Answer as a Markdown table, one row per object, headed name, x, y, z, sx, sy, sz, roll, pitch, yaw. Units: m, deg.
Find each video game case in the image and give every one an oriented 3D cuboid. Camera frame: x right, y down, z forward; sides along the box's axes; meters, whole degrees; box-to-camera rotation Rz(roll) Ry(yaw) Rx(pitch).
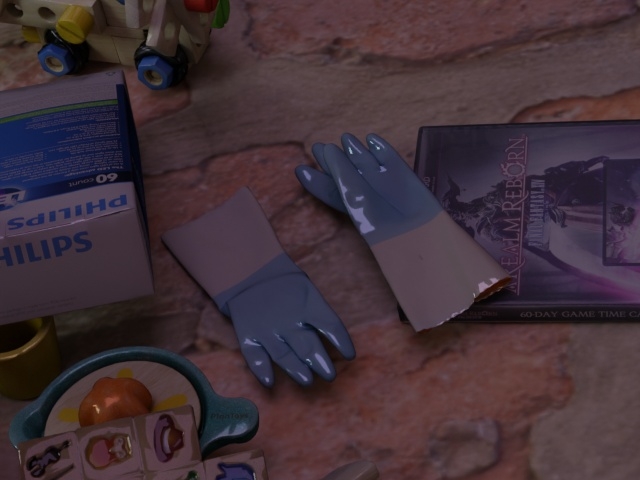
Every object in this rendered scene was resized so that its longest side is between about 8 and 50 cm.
| name | x | y | z | sx | sy | sz | roll | pitch | yaw |
| --- | --- | --- | --- | --- | --- | --- | --- | --- | --- |
| video game case | 0.203 | -0.018 | 1.213 | 0.274 | 0.026 | 0.196 | 0 | 47 | 11 |

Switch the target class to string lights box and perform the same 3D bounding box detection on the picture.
| name | x | y | z | sx | sy | sz | roll | pitch | yaw |
| --- | --- | --- | --- | --- | --- | --- | --- | --- | --- |
| string lights box | -0.205 | -0.041 | 1.234 | 0.133 | 0.077 | 0.260 | -11 | 30 | -3 |

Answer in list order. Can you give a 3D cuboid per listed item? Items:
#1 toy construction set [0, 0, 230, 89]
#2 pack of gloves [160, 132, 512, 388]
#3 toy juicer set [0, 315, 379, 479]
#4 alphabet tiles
| name | x | y | z | sx | sy | sz | roll | pitch | yaw |
| --- | --- | --- | --- | --- | --- | --- | --- | --- | --- |
| toy construction set | -0.203 | -0.231 | 1.371 | 0.327 | 0.215 | 0.151 | 22 | 55 | 29 |
| pack of gloves | 0.000 | 0.000 | 1.202 | 0.195 | 0.046 | 0.232 | -29 | 43 | -9 |
| toy juicer set | -0.154 | 0.156 | 1.078 | 0.329 | 0.089 | 0.209 | 19 | 53 | 27 |
| alphabet tiles | -0.118 | 0.226 | 1.003 | 0.198 | 0.009 | 0.237 | -13 | 66 | 0 |
